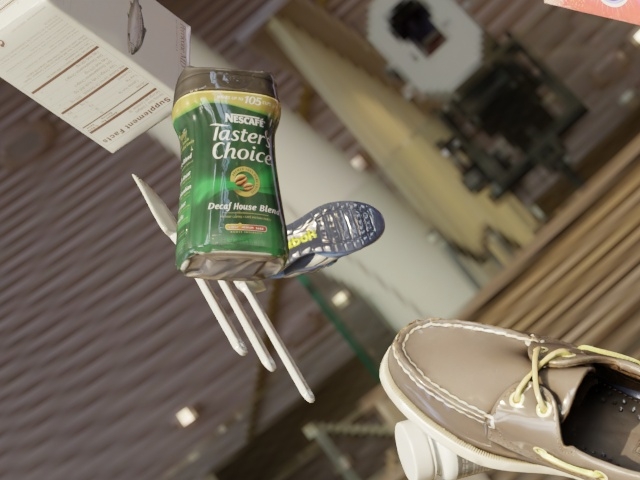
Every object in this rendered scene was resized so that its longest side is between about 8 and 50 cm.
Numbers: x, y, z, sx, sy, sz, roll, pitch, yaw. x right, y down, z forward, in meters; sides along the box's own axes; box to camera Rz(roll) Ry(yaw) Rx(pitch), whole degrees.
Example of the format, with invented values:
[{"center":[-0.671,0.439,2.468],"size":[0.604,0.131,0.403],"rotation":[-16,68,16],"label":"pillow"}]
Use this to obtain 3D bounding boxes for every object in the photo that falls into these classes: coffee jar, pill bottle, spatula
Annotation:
[{"center":[-0.079,-0.061,1.584],"size":[0.096,0.184,0.079],"rotation":[2,-21,-16],"label":"coffee jar"},{"center":[0.150,0.200,1.866],"size":[0.137,0.078,0.078],"rotation":[-14,-33,-13],"label":"pill bottle"},{"center":[-0.083,0.045,1.721],"size":[0.019,0.242,0.168],"rotation":[-40,-41,7],"label":"spatula"}]

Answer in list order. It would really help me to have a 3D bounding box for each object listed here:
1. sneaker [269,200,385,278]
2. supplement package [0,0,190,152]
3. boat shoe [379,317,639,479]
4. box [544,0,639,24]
[{"center":[0.000,0.000,1.789],"size":[0.144,0.053,0.059],"rotation":[-18,-16,21],"label":"sneaker"},{"center":[-0.216,-0.182,1.669],"size":[0.105,0.105,0.179],"rotation":[-31,-47,29],"label":"supplement package"},{"center":[0.196,0.129,1.386],"size":[0.116,0.324,0.096],"rotation":[-56,-19,-28],"label":"boat shoe"},{"center":[0.323,-0.280,1.666],"size":[0.142,0.300,0.154],"rotation":[-12,-72,-17],"label":"box"}]
